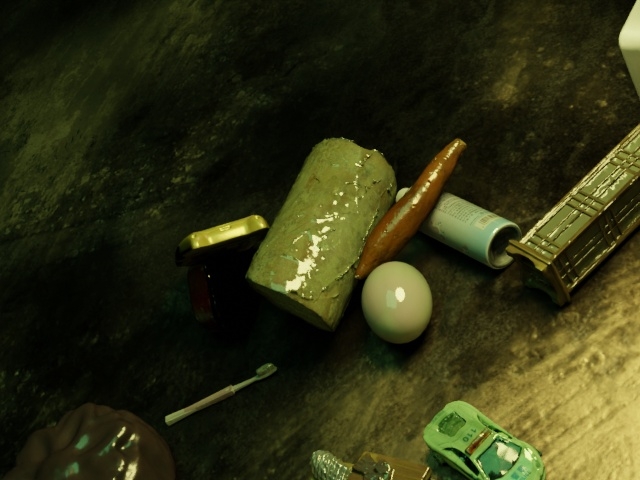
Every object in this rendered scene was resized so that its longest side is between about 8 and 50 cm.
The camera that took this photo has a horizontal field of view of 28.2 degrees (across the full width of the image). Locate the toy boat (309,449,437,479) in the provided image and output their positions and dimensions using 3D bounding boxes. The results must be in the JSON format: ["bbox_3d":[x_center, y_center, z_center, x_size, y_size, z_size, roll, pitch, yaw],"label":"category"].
[{"bbox_3d":[0.106,0.327,1.601,0.321,0.121,0.089,5,48,38],"label":"toy boat"}]

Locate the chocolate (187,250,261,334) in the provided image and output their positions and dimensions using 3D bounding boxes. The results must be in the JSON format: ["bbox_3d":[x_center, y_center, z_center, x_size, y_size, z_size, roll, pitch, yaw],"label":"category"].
[{"bbox_3d":[-0.166,0.084,2.039,0.080,0.125,0.149,-22,43,40],"label":"chocolate"}]

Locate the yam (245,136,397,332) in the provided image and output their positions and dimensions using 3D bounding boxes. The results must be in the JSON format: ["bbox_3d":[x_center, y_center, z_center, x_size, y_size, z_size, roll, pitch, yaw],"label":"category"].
[{"bbox_3d":[0.000,0.000,1.960,0.168,0.168,0.304,2,51,35],"label":"yam"}]

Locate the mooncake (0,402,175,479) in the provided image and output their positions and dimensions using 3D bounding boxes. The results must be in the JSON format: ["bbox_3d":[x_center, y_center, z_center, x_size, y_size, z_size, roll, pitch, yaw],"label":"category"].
[{"bbox_3d":[-0.354,0.367,1.863,0.283,0.141,0.283,-20,39,18],"label":"mooncake"}]

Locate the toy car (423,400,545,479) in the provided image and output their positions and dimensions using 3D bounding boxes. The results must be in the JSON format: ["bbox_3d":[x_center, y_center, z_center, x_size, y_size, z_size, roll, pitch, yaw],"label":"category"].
[{"bbox_3d":[0.210,0.267,1.637,0.093,0.058,0.186,-43,40,-13],"label":"toy car"}]

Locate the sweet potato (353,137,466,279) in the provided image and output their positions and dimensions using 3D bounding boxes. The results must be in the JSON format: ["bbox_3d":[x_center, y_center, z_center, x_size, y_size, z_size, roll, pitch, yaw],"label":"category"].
[{"bbox_3d":[0.135,-0.044,1.895,0.265,0.057,0.057,-50,41,-5],"label":"sweet potato"}]

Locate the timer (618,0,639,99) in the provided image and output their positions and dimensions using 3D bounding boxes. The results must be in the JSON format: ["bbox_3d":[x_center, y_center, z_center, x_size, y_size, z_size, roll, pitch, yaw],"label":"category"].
[{"bbox_3d":[0.569,-0.284,1.830,0.195,0.192,0.194,7,55,38],"label":"timer"}]

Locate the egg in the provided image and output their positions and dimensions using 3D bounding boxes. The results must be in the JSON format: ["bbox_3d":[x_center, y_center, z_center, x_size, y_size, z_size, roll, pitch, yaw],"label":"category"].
[{"bbox_3d":[0.111,0.090,1.842,0.103,0.103,0.135,-23,38,13],"label":"egg"}]

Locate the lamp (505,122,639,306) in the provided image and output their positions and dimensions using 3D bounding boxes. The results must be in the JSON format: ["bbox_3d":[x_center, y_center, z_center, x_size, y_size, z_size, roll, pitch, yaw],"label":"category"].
[{"bbox_3d":[0.410,-0.056,1.796,0.325,0.090,0.089,-42,39,-11],"label":"lamp"}]

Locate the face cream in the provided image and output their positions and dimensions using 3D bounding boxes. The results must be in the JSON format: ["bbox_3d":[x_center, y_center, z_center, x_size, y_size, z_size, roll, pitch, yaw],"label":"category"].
[{"bbox_3d":[0.199,-0.030,1.924,0.075,0.075,0.229,-45,41,-13],"label":"face cream"}]

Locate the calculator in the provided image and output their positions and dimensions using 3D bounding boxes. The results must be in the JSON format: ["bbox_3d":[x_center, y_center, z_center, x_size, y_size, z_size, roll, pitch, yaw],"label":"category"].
[{"bbox_3d":[-0.161,0.004,2.053,0.157,0.236,0.033,-18,83,-13],"label":"calculator"}]

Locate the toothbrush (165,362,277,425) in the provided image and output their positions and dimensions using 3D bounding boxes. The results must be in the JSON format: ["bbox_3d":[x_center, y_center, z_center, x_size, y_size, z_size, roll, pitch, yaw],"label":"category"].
[{"bbox_3d":[-0.152,0.235,1.948,0.194,0.017,0.014,-29,34,11],"label":"toothbrush"}]
